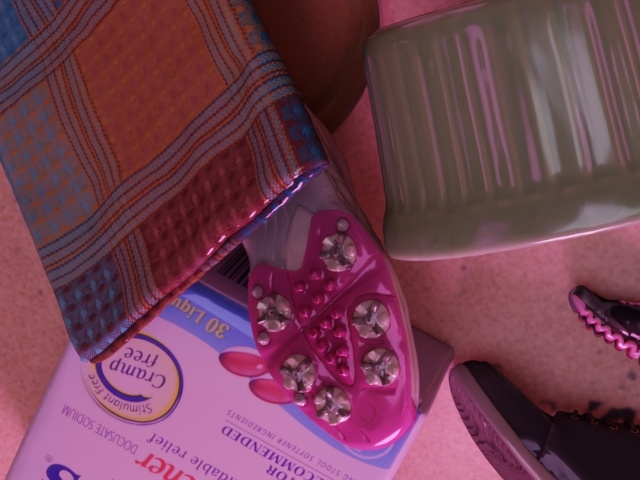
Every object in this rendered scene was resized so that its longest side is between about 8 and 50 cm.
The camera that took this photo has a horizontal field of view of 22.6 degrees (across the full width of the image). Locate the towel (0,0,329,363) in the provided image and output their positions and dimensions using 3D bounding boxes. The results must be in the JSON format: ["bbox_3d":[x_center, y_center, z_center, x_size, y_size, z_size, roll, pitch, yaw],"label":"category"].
[{"bbox_3d":[-0.156,-0.135,1.128,0.271,0.040,0.370,-41,64,35],"label":"towel"}]

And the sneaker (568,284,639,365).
[{"bbox_3d":[0.245,0.063,1.214,0.119,0.047,0.057,34,89,1],"label":"sneaker"}]

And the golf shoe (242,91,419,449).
[{"bbox_3d":[0.000,0.000,1.131,0.115,0.140,0.306,-30,77,22],"label":"golf shoe"}]

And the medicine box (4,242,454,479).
[{"bbox_3d":[-0.080,0.160,1.259,0.263,0.149,0.289,28,110,4],"label":"medicine box"}]

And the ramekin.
[{"bbox_3d":[0.173,-0.097,1.049,0.303,0.303,0.148,-13,96,17],"label":"ramekin"}]

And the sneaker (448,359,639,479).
[{"bbox_3d":[0.205,0.157,1.238,0.118,0.083,0.222,-38,73,-15],"label":"sneaker"}]

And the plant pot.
[{"bbox_3d":[-0.066,-0.171,1.220,0.236,0.032,0.236,4,107,13],"label":"plant pot"}]
